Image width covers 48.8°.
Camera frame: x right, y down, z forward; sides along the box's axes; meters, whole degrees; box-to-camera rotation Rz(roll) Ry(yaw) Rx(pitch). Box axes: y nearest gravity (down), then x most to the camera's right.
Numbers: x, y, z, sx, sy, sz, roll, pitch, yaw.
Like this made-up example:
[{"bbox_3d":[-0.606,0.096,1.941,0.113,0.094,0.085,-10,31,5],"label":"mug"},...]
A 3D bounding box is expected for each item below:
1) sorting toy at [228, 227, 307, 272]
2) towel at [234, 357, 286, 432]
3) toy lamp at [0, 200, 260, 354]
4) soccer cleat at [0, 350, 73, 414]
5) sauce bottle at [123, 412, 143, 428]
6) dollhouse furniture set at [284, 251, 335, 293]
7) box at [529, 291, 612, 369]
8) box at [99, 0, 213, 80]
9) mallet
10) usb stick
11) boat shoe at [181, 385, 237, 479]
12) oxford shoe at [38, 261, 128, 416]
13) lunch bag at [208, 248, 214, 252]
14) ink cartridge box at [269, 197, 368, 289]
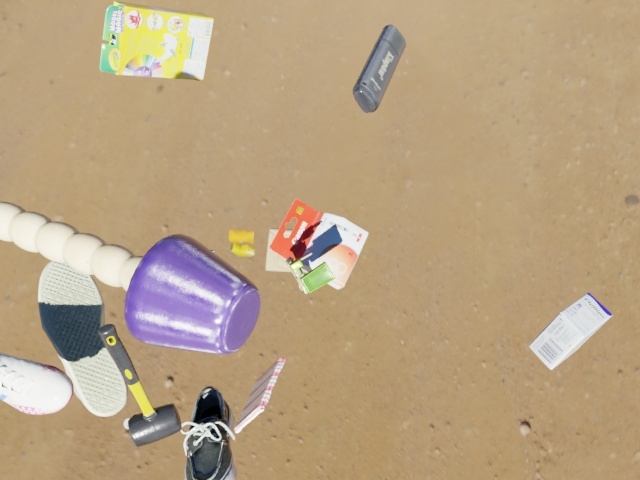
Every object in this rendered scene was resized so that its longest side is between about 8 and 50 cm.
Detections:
[{"bbox_3d":[-0.077,0.035,1.783,0.307,0.229,0.041,3,61,-6],"label":"sorting toy"},{"bbox_3d":[-0.160,0.420,1.918,0.029,0.144,0.197,35,39,-8],"label":"towel"},{"bbox_3d":[-0.169,0.009,0.497,0.274,0.080,0.080,20,68,22],"label":"toy lamp"},{"bbox_3d":[-0.711,0.313,1.590,0.331,0.143,0.116,8,73,28],"label":"soccer cleat"},{"bbox_3d":[-0.449,0.452,1.759,0.042,0.128,0.042,-2,82,14],"label":"sauce bottle"},{"bbox_3d":[-0.021,0.062,1.388,0.058,0.151,0.076,-31,98,-7],"label":"dollhouse furniture set"},{"bbox_3d":[0.543,0.196,1.533,0.137,0.126,0.072,-21,60,-41],"label":"box"},{"bbox_3d":[-0.258,-0.307,1.094,0.043,0.179,0.105,34,119,38],"label":"box"},{"bbox_3d":[-0.225,0.173,0.825,0.062,0.190,0.039,-26,38,-5],"label":"mallet"},{"bbox_3d":[0.133,-0.385,1.566,0.045,0.077,0.278,-13,37,35],"label":"usb stick"},{"bbox_3d":[-0.236,0.420,1.494,0.113,0.105,0.306,-13,23,7],"label":"boat shoe"},{"bbox_3d":[-0.644,0.263,1.904,0.169,0.130,0.449,-20,83,-23],"label":"oxford shoe"},{"bbox_3d":[-0.281,0.051,1.581,0.083,0.053,0.071,8,103,23],"label":"lunch bag"},{"bbox_3d":[0.000,0.000,1.531,0.179,0.045,0.145,32,63,-11],"label":"ink cartridge box"}]
